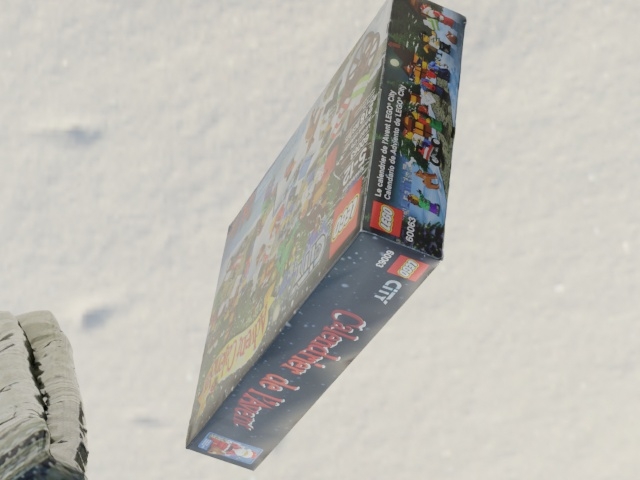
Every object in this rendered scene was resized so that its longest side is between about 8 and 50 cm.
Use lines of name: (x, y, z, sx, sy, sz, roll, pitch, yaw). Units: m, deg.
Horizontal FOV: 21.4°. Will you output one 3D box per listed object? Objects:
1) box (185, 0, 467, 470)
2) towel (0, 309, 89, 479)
box: (0.000, 0.000, 0.893, 0.044, 0.159, 0.233, 21, 141, -14)
towel: (-0.225, 0.125, 0.601, 0.312, 0.324, 0.056, -35, 99, -6)
